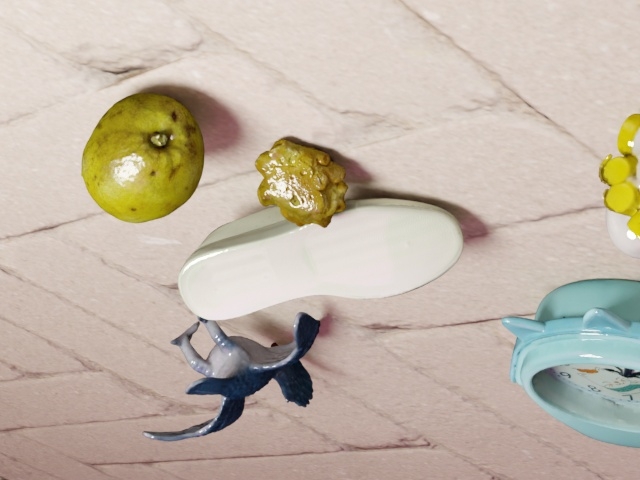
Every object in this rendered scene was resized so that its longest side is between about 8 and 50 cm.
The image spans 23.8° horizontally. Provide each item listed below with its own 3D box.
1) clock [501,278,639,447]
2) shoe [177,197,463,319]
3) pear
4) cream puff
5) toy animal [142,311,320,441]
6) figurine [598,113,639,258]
[{"bbox_3d":[0.302,0.116,1.465,0.223,0.094,0.274,-9,146,42],"label":"clock"},{"bbox_3d":[0.000,0.000,1.404,0.265,0.110,0.095,-11,112,9],"label":"shoe"},{"bbox_3d":[-0.150,-0.069,1.286,0.107,0.107,0.131,18,160,-7],"label":"pear"},{"bbox_3d":[-0.016,-0.051,1.322,0.083,0.083,0.058,-6,-168,16],"label":"cream puff"},{"bbox_3d":[-0.079,0.145,1.694,0.176,0.255,0.239,42,111,-5],"label":"toy animal"},{"bbox_3d":[0.282,-0.028,1.158,0.129,0.109,0.178,-14,154,9],"label":"figurine"}]
